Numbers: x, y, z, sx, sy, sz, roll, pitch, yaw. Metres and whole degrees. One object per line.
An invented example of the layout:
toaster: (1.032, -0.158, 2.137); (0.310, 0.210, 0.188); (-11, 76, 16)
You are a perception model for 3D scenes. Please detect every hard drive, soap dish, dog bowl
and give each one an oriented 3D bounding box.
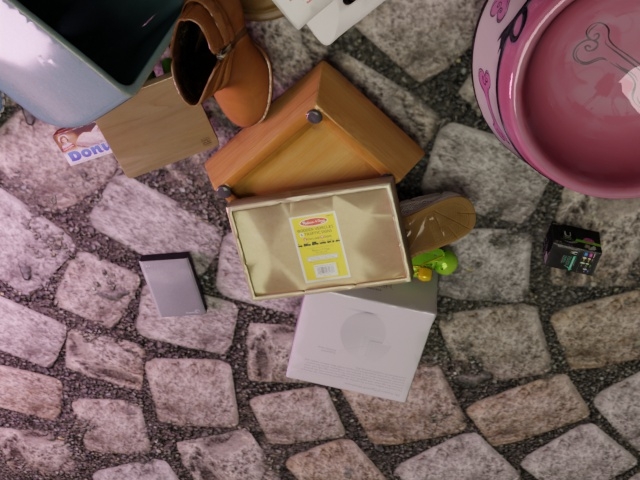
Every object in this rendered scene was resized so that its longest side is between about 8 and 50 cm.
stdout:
hard drive: (-0.271, 0.083, 1.892); (0.094, 0.022, 0.135); (-5, 126, 12)
soap dish: (-0.016, -0.118, 1.638); (0.229, 0.118, 0.291); (40, 124, -21)
dog bowl: (0.419, -0.236, 1.416); (0.408, 0.150, 0.408); (0, 118, 0)

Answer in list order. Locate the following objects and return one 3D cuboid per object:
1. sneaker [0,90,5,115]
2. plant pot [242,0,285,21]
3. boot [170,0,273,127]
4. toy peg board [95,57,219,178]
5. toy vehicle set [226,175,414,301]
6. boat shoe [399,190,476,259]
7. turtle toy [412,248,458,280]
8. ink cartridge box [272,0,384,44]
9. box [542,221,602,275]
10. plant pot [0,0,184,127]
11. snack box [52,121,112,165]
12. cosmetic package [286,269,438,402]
sneaker: (-0.581, -0.189, 1.696); (0.071, 0.083, 0.191); (25, 126, -8)
plant pot: (-0.104, -0.420, 1.475); (0.236, 0.032, 0.236); (4, 127, 5)
boot: (-0.140, -0.243, 1.455); (0.109, 0.220, 0.283); (4, 128, 6)
toy peg board: (-0.267, -0.204, 1.631); (0.161, 0.079, 0.161); (-20, 138, 2)
toy vehicle set: (0.000, 0.000, 1.600); (0.266, 0.035, 0.166); (-7, 110, 15)
boat shoe: (0.114, -0.010, 1.678); (0.277, 0.096, 0.098); (-18, 111, -2)
turtle toy: (0.172, 0.027, 1.745); (0.130, 0.095, 0.066); (11, 165, 1)
ink cartridge box: (-0.021, -0.433, 1.363); (0.207, 0.119, 0.353); (-38, 114, 12)
box: (0.420, 0.014, 1.705); (0.083, 0.062, 0.052); (12, 127, 0)
plant pot: (-0.374, -0.307, 1.479); (0.248, 0.247, 0.252); (39, 140, -20)
snack box: (-0.355, -0.178, 1.705); (0.178, 0.022, 0.064); (-15, 125, 19)
cosmetic package: (0.073, 0.146, 1.813); (0.224, 0.138, 0.225); (13, 127, -1)
